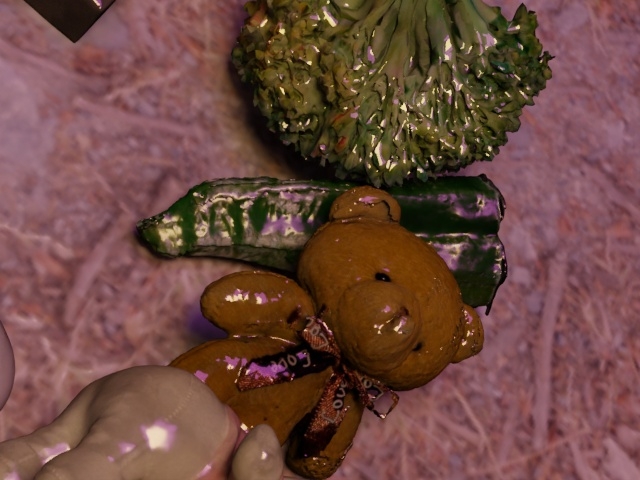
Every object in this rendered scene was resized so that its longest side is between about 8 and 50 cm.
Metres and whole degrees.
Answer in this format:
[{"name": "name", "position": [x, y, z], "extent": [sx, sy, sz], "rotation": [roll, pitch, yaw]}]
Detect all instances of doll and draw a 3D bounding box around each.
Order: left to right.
[{"name": "doll", "position": [-0.034, 0.151, 0.825], "extent": [0.275, 0.155, 0.113], "rotation": [35, 57, -22]}, {"name": "doll", "position": [-0.004, 0.068, 0.906], "extent": [0.209, 0.097, 0.137], "rotation": [-40, 110, -21]}]

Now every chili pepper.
[{"name": "chili pepper", "position": [0.000, 0.000, 0.982], "extent": [0.226, 0.059, 0.088], "rotation": [2, 89, -23]}]

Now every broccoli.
[{"name": "broccoli", "position": [0.044, -0.148, 0.983], "extent": [0.194, 0.194, 0.220], "rotation": [-8, 41, -32]}]

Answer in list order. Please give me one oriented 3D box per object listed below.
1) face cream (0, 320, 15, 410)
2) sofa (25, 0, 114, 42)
[{"name": "face cream", "position": [-0.300, 0.104, 0.746], "extent": [0.163, 0.080, 0.336], "rotation": [49, 54, -2]}, {"name": "sofa", "position": [-0.167, -0.200, 0.973], "extent": [0.147, 0.060, 0.085], "rotation": [41, 54, -7]}]
